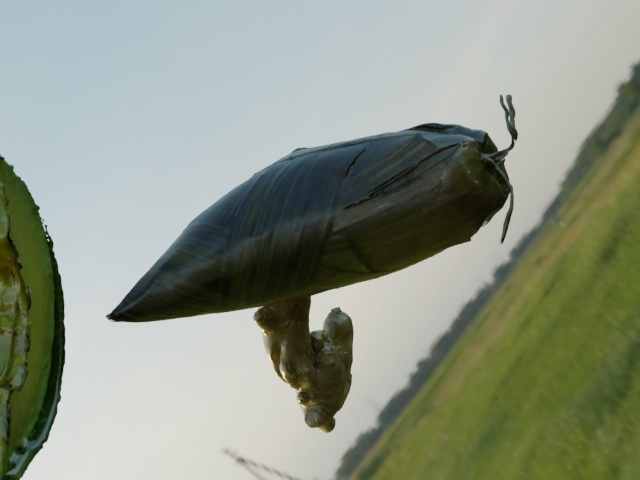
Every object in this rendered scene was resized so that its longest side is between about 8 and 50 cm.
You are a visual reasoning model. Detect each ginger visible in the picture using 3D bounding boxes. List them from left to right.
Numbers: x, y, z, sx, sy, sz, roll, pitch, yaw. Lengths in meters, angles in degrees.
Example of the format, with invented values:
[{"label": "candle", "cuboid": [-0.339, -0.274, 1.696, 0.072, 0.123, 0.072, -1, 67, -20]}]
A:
[{"label": "ginger", "cuboid": [-0.013, 0.083, 1.063, 0.052, 0.176, 0.193, -16, -14, 28]}]

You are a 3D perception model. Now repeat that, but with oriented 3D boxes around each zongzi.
[{"label": "zongzi", "cuboid": [0.000, 0.000, 0.858, 0.248, 0.111, 0.241, -8, 22, 48]}]

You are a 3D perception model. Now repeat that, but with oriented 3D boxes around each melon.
[{"label": "melon", "cuboid": [-0.309, 0.072, 0.971, 0.129, 0.169, 0.265, 38, -132, -77]}]
